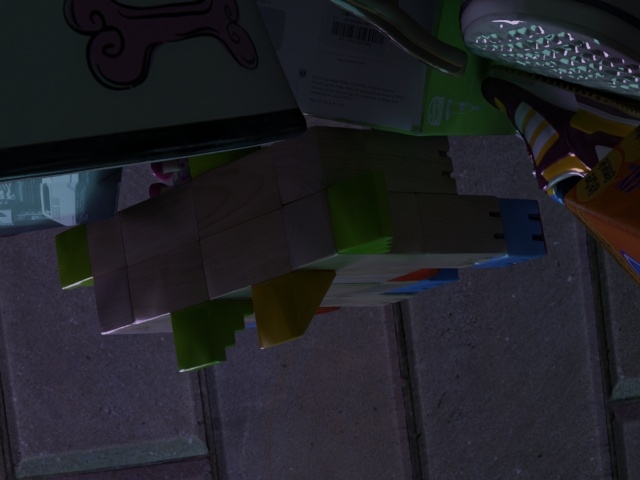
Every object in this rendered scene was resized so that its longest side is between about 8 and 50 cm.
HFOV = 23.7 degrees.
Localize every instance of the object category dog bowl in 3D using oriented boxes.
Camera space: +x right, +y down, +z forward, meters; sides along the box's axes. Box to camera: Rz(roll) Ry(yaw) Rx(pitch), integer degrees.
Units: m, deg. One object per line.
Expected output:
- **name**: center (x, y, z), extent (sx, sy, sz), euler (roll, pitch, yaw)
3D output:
- **dog bowl**: center (-0.218, -0.099, 0.763), extent (0.408, 0.150, 0.408), euler (-7, -175, 1)

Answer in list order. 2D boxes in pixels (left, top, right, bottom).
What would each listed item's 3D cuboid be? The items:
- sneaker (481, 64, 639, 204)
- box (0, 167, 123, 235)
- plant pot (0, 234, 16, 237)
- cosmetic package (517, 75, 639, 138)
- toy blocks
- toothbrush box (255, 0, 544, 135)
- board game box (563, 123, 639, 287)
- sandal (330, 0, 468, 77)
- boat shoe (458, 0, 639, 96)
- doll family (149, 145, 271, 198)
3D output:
- **sneaker**: center (0.164, -0.071, 1.077), extent (0.069, 0.084, 0.185), euler (8, -169, -25)
- **box**: center (-0.295, -0.093, 1.109), extent (0.307, 0.076, 0.242), euler (-9, 146, -20)
- **plant pot**: center (-0.219, -0.139, 1.315), extent (0.230, 0.215, 0.215), euler (-21, 179, 27)
- **cosmetic package**: center (0.257, -0.093, 1.280), extent (0.117, 0.085, 0.231), euler (11, -165, -15)
- **toy blocks**: center (0.000, 0.000, 1.257), extent (0.261, 0.191, 0.381), euler (1, 166, -44)
- **toothbrush box**: center (0.044, -0.156, 1.208), extent (0.206, 0.122, 0.283), euler (13, -172, 24)
- **board game box**: center (0.392, 0.000, 0.743), extent (0.356, 0.356, 0.356), euler (-43, -176, 3)
- **sandal**: center (0.030, -0.170, 0.997), extent (0.180, 0.049, 0.072), euler (33, -171, -15)
- **boat shoe**: center (0.234, -0.181, 1.088), extent (0.187, 0.156, 0.500), euler (18, -167, 23)
- **doll family**: center (-0.090, -0.152, 1.392), extent (0.163, 0.263, 0.118), euler (-9, 155, 22)
